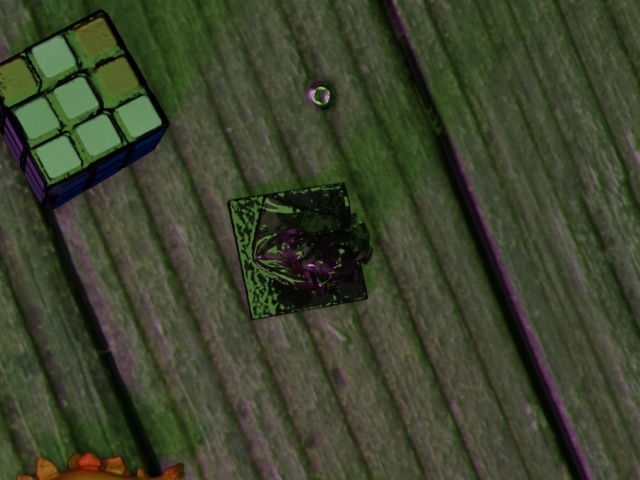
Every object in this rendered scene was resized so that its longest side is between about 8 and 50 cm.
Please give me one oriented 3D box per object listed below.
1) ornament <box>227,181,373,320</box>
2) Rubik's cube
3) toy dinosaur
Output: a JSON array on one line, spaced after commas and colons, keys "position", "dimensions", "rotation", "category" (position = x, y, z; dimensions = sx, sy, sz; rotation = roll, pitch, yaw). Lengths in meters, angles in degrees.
[{"position": [0.000, 0.000, 1.813], "dimensions": [0.166, 0.196, 0.153], "rotation": [-11, 86, -14], "category": "ornament"}, {"position": [-0.286, -0.148, 1.788], "dimensions": [0.162, 0.160, 0.163], "rotation": [-29, 90, -15], "category": "Rubik's cube"}, {"position": [-0.294, 0.303, 1.776], "dimensions": [0.288, 0.070, 0.117], "rotation": [-20, 76, -19], "category": "toy dinosaur"}]
